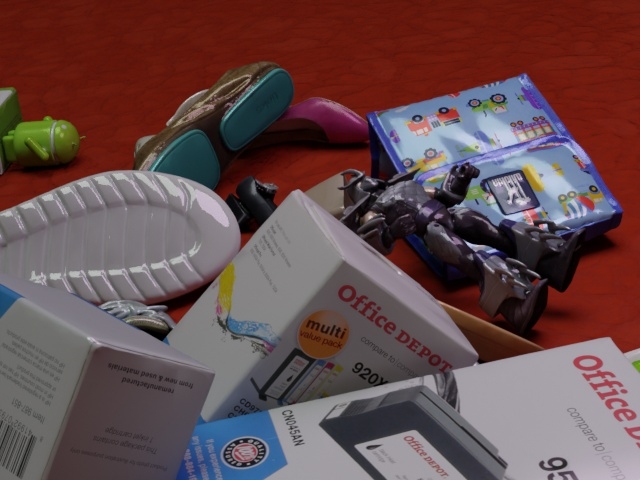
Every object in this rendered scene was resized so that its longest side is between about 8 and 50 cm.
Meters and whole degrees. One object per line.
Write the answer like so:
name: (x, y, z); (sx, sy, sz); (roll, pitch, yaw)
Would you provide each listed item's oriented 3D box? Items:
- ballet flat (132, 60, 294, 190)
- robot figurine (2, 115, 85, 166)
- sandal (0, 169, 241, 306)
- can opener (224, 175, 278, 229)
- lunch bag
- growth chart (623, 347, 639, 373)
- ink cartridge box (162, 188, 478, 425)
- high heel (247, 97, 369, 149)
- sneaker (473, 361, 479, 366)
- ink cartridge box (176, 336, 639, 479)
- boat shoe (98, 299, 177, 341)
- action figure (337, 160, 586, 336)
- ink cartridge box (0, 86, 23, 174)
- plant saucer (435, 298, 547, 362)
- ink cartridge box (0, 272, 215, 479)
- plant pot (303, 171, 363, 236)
ballet flat: (-0.175, -0.137, 2.044); (0.124, 0.116, 0.342); (10, 46, 38)
robot figurine: (-0.407, -0.143, 2.213); (0.115, 0.067, 0.101); (-3, 21, 10)
sandal: (-0.303, 0.022, 1.786); (0.416, 0.169, 0.102); (-12, -15, -8)
can opener: (-0.065, -0.027, 1.901); (0.059, 0.073, 0.186); (23, 11, -34)
lunch bag: (0.209, -0.053, 1.814); (0.221, 0.138, 0.293); (-15, 39, -13)
growth chart: (0.391, 0.142, 1.437); (0.172, 0.021, 0.237); (-20, 27, -22)
ink cartridge box: (-0.016, 0.111, 1.321); (0.233, 0.171, 0.168); (-50, 27, 7)
high heel: (-0.050, -0.148, 2.145); (0.244, 0.082, 0.117); (17, 64, 17)
sneaker: (0.094, 0.167, 1.418); (0.115, 0.105, 0.281); (-46, 38, -17)
ink cartridge box: (0.096, 0.239, 1.146); (0.395, 0.166, 0.285); (-11, 26, -9)
boat shoe: (-0.179, 0.120, 1.546); (0.118, 0.103, 0.320); (-13, 22, -12)
action figure: (0.139, -0.016, 1.646); (0.285, 0.099, 0.185); (28, 49, 25)
ink cartridge box: (-0.564, -0.131, 2.204); (0.189, 0.097, 0.255); (-3, 27, 10)
plant saucer: (0.129, 0.086, 1.504); (0.200, 0.037, 0.200); (23, -1, 1)
ink cartridge box: (-0.239, 0.198, 1.161); (0.129, 0.307, 0.223); (20, 1, -43)
plant pot: (0.000, 0.000, 1.762); (0.096, 0.109, 0.109); (-18, 24, 8)
